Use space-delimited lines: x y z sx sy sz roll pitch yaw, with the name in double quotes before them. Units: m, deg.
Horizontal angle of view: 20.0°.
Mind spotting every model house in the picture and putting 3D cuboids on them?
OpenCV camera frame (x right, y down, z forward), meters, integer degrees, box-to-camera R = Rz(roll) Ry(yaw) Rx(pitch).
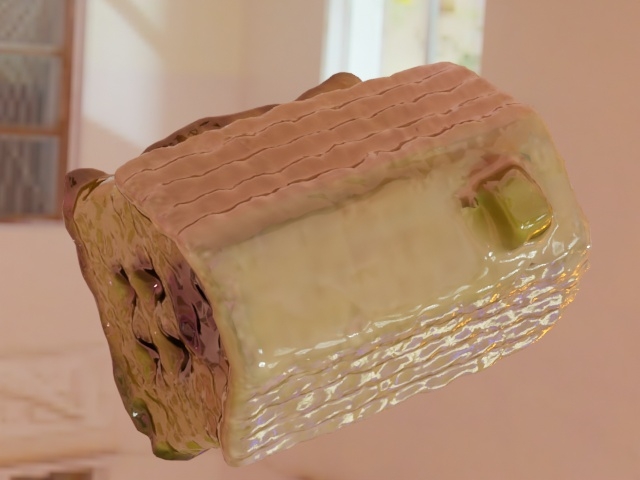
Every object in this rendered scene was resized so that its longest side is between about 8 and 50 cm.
"model house" 0.000 0.000 0.876 0.193 0.174 0.234 -20 178 -18
